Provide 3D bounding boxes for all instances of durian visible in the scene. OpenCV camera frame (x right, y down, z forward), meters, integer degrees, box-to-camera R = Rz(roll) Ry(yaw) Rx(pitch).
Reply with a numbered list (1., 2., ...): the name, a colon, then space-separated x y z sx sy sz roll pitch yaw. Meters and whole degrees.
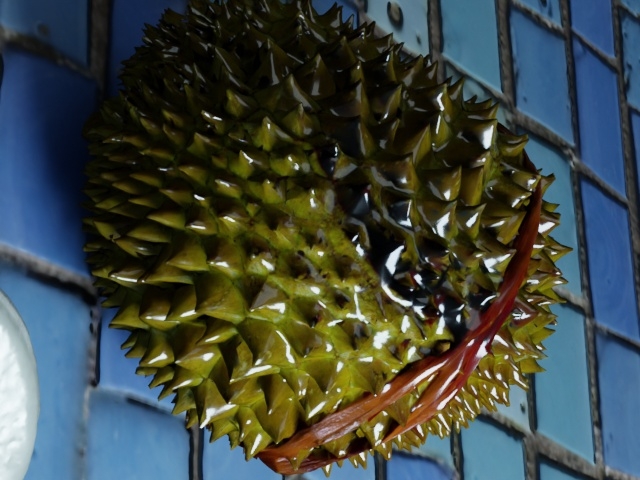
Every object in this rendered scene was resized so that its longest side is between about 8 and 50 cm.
1. durian: 0.001 -0.004 1.267 0.384 0.348 0.348 24 48 -4

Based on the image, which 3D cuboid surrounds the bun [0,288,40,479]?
1. bun: -0.301 0.084 0.951 0.263 0.175 0.263 -18 124 -29
